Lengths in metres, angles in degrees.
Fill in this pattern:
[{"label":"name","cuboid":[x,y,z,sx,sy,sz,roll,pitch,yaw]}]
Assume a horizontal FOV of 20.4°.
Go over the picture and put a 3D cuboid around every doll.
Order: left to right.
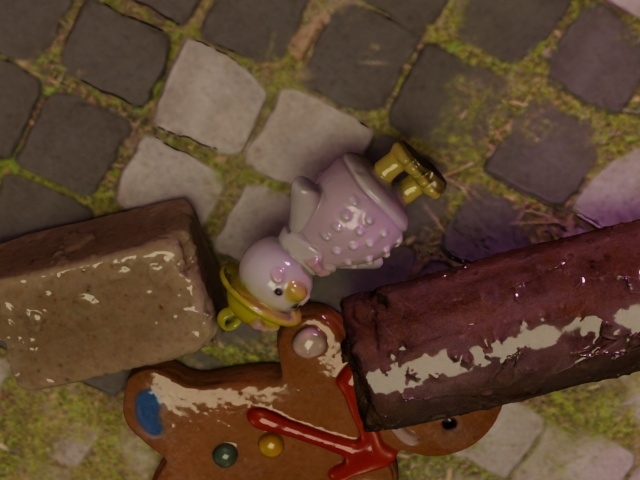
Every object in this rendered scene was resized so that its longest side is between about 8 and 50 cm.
[{"label":"doll","cuboid":[0.000,0.000,1.376,0.207,0.081,0.129,-40,138,7]}]

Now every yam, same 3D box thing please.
[{"label":"yam","cuboid":[0.155,0.066,1.374,0.280,0.131,0.131,-14,116,2]}]

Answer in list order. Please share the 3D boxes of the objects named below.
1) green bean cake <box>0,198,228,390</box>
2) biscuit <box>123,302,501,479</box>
[{"label":"green bean cake","cuboid":[-0.171,0.044,1.422,0.179,0.085,0.109,-12,116,10]},{"label":"biscuit","cuboid":[-0.004,0.151,1.492,0.324,0.049,0.205,-11,116,7]}]
